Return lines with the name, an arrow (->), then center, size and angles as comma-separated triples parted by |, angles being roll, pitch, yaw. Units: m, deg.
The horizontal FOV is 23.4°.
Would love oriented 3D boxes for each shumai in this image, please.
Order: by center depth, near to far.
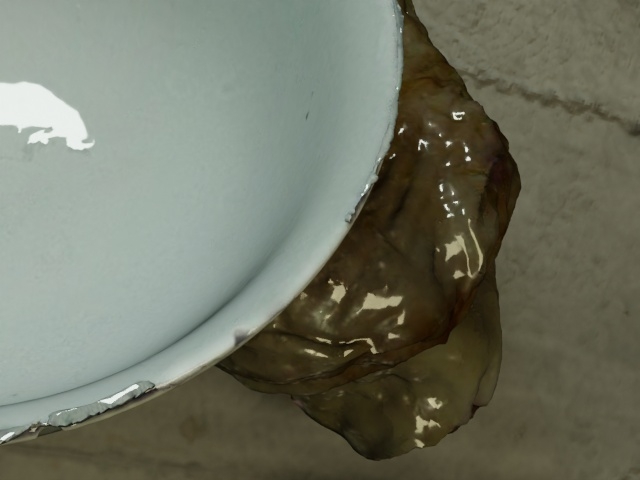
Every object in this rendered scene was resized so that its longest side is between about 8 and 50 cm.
shumai -> -0.003, 0.002, 0.776 | 0.184, 0.218, 0.185 | -12, 145, -20

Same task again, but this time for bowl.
bowl -> -0.143, -0.039, 0.629 | 0.346, 0.345, 0.157 | -28, 153, -21
